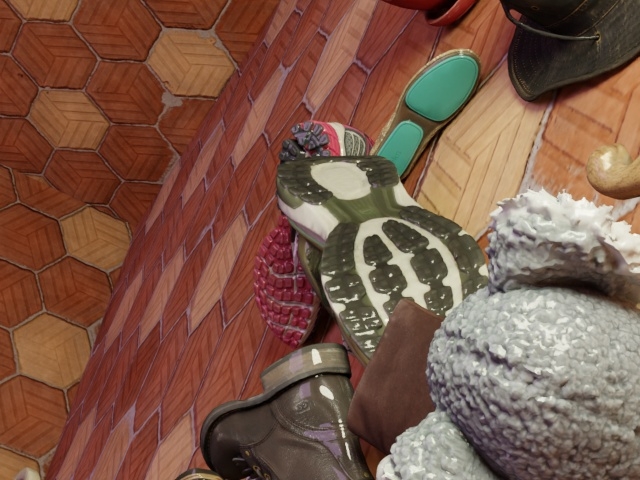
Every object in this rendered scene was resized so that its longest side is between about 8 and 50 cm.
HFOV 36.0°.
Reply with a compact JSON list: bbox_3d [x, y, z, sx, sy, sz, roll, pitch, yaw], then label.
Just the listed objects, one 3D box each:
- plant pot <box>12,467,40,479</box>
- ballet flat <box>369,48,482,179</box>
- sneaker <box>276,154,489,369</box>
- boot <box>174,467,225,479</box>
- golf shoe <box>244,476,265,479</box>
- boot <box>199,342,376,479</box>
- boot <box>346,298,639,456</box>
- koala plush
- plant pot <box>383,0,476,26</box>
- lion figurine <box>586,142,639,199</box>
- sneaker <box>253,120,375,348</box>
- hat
[{"bbox_3d":[-0.174,0.403,0.829,0.334,0.305,0.334,-56,18,29],"label":"plant pot"},{"bbox_3d":[0.122,-0.159,1.190,0.206,0.073,0.067,-50,13,33],"label":"ballet flat"},{"bbox_3d":[0.064,0.056,1.006,0.410,0.158,0.182,-114,15,-59],"label":"sneaker"},{"bbox_3d":[-0.171,0.397,1.268,0.137,0.077,0.198,-90,17,-48],"label":"boot"},{"bbox_3d":[-0.041,0.258,1.075,0.198,0.077,0.094,-51,9,19],"label":"golf shoe"},{"bbox_3d":[-0.020,0.240,0.889,0.263,0.091,0.229,-50,48,46],"label":"boot"},{"bbox_3d":[0.115,0.084,0.704,0.207,0.090,0.248,37,110,50],"label":"boot"},{"bbox_3d":[0.148,0.082,0.469,0.196,0.221,0.203,-62,17,5],"label":"koala plush"},{"bbox_3d":[0.138,-0.392,1.296,0.191,0.174,0.191,-56,18,28],"label":"plant pot"},{"bbox_3d":[0.302,-0.161,0.567,0.240,0.142,0.392,5,85,65],"label":"lion figurine"},{"bbox_3d":[0.002,-0.001,1.261,0.121,0.112,0.299,30,112,43],"label":"sneaker"},{"bbox_3d":[0.237,-0.297,0.927,0.331,0.134,0.331,-55,18,27],"label":"hat"}]
